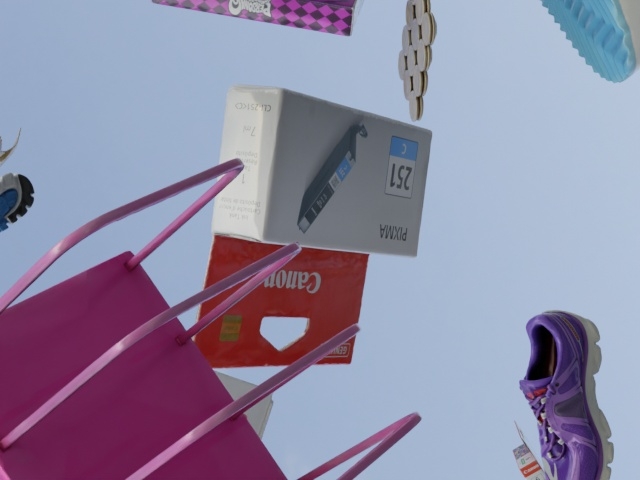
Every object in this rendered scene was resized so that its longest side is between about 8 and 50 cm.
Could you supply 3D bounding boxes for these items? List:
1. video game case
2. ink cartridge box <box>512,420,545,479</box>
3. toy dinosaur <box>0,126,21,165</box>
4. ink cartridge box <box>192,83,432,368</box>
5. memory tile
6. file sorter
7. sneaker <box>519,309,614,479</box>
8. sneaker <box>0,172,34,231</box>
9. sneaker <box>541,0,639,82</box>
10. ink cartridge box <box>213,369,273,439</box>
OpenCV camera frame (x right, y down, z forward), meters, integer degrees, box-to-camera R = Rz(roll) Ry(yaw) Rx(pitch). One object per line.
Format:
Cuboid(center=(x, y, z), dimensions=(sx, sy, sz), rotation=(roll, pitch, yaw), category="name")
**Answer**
Cuboid(center=(-0.059, -0.312, 1.611), dimensions=(0.232, 0.042, 0.210), rotation=(11, -147, 5), category="video game case")
Cuboid(center=(0.288, 0.308, 1.883), dimensions=(0.115, 0.029, 0.063), rotation=(56, -172, -14), category="ink cartridge box")
Cuboid(center=(-0.373, -0.079, 1.514), dimensions=(0.053, 0.092, 0.183), rotation=(34, -166, 11), category="toy dinosaur")
Cuboid(center=(0.000, 0.000, 1.332), dimensions=(0.296, 0.066, 0.261), rotation=(6, -87, -58), category="ink cartridge box")
Cuboid(center=(0.111, -0.222, 1.582), dimensions=(0.012, 0.148, 0.113), rotation=(-3, -134, -9), category="memory tile")
Cuboid(center=(-0.069, 0.121, 0.890), dimensions=(0.291, 0.182, 0.202), rotation=(55, -142, 4), category="file sorter")
Cuboid(center=(0.192, 0.141, 1.137), dimensions=(0.071, 0.068, 0.170), rotation=(9, -111, -39), category="sneaker")
Cuboid(center=(-0.447, -0.016, 1.719), dimensions=(0.190, 0.083, 0.071), rotation=(-39, -65, -27), category="sneaker")
Cuboid(center=(0.113, -0.147, 0.539), dimensions=(0.229, 0.092, 0.087), rotation=(-109, -6, -48), category="sneaker")
Cuboid(center=(-0.236, 0.247, 1.640), dimensions=(0.306, 0.131, 0.226), rotation=(21, -129, -2), category="ink cartridge box")
